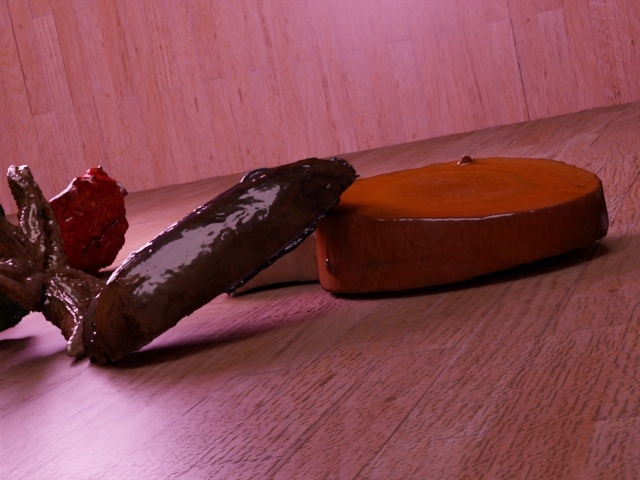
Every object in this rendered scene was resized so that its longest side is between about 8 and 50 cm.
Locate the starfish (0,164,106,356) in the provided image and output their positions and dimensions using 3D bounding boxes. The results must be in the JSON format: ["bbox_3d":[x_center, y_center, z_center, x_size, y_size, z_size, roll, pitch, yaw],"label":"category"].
[{"bbox_3d":[-0.279,0.023,1.542,0.327,0.094,0.375,23,21,-42],"label":"starfish"}]

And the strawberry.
[{"bbox_3d":[-0.352,0.012,2.039,0.236,0.111,0.190,-43,-5,-33],"label":"strawberry"}]

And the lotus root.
[{"bbox_3d":[-0.098,-0.004,1.391,0.329,0.078,0.167,-39,17,-31],"label":"lotus root"}]

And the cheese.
[{"bbox_3d":[-0.011,0.000,1.663,0.163,0.071,0.249,-7,8,33],"label":"cheese"}]

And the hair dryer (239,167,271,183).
[{"bbox_3d":[-0.142,0.012,1.705,0.255,0.070,0.128,-29,-24,-26],"label":"hair dryer"}]

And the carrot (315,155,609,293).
[{"bbox_3d":[0.139,-0.020,1.466,0.307,0.100,0.258,-6,13,33],"label":"carrot"}]

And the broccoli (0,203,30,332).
[{"bbox_3d":[-0.454,0.029,1.618,0.245,0.265,0.294,-39,32,30],"label":"broccoli"}]
